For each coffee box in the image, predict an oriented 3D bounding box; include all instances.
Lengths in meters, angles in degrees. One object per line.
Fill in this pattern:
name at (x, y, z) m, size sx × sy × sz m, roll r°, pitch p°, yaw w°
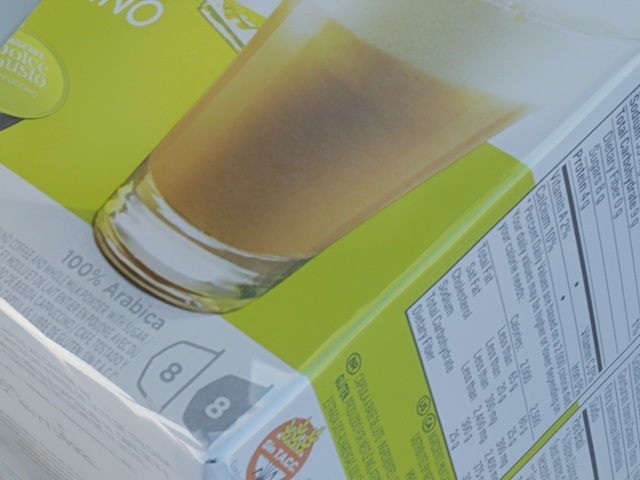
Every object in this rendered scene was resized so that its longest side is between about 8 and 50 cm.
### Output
coffee box at (0.000, 0.000, 0.860) m, size 0.337 × 0.334 × 0.338 m, roll 33°, pitch 156°, yaw 35°

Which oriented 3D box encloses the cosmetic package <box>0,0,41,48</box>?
cosmetic package at (-0.223, -0.168, 0.527) m, size 0.113 × 0.160 × 0.309 m, roll -45°, pitch 74°, yaw 19°
